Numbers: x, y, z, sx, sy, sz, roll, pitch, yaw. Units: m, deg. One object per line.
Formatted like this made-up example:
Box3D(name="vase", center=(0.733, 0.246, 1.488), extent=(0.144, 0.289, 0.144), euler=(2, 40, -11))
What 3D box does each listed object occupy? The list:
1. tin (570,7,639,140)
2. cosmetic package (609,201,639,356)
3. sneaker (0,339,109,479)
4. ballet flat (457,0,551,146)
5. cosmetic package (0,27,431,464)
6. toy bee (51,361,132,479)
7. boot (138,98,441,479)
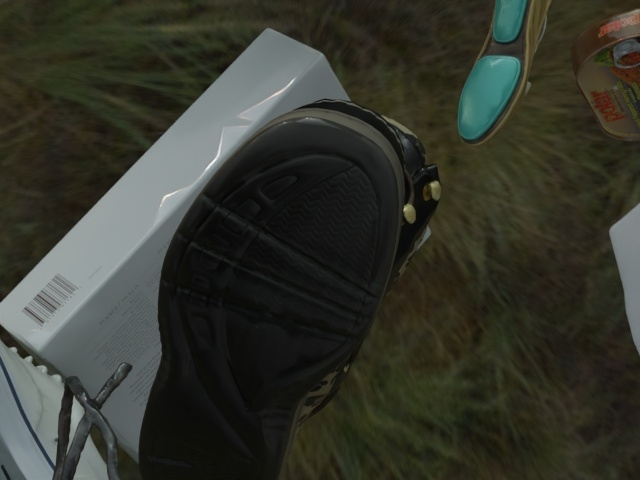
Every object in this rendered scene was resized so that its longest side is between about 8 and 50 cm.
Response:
Box3D(name="tin", center=(0.288, -0.147, 1.474), extent=(0.106, 0.189, 0.040), euler=(-22, 61, 14))
Box3D(name="cosmetic package", center=(0.542, 0.063, 1.655), extent=(0.453, 0.161, 0.230), euler=(2, 61, -23))
Box3D(name="sneaker", center=(-0.257, 0.141, 1.399), extent=(0.091, 0.094, 0.258), euler=(-28, 90, -42))
Box3D(name="ballet flat", center=(0.225, -0.212, 1.904), extent=(0.080, 0.073, 0.232), euler=(15, 85, 42))
Box3D(name="cosmetic package", center=(-0.090, 0.029, 1.575), extent=(0.377, 0.097, 0.284), euler=(-47, 134, -13))
Box3D(name="toy bee", center=(-0.013, 0.146, 0.521), extent=(0.162, 0.298, 0.195), euler=(11, 138, -10))
Box3D(name="boot", center=(0.000, 0.000, 1.159), extent=(0.138, 0.284, 0.377), euler=(24, 132, 8))
